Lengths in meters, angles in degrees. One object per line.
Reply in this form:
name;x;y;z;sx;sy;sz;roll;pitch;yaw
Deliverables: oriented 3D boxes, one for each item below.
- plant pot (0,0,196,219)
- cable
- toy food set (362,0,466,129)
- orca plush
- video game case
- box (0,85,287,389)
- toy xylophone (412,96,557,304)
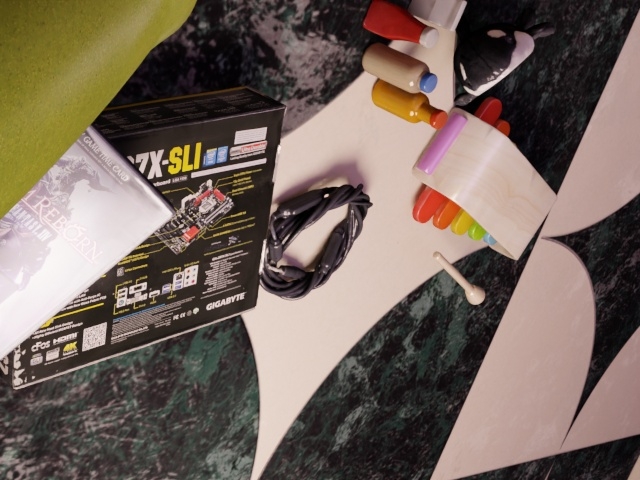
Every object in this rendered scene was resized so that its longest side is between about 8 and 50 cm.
plant pot;-0.272;-0.169;0.715;0.353;0.367;0.366;-42;142;-38
cable;0.000;0.000;1.369;0.185;0.047;0.150;-28;134;-35
toy food set;0.129;-0.256;1.282;0.111;0.105;0.232;10;108;-52
orca plush;0.219;-0.267;1.386;0.151;0.102;0.287;-37;-177;37
video game case;-0.291;-0.001;0.949;0.274;0.026;0.196;-39;126;3
box;-0.190;-0.012;1.116;0.322;0.079;0.257;-17;126;-41
toy xylophone;0.235;-0.048;1.575;0.236;0.081;0.322;-52;143;-8
